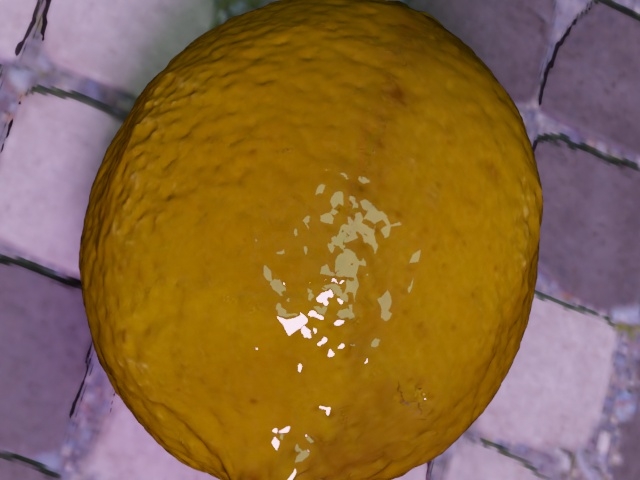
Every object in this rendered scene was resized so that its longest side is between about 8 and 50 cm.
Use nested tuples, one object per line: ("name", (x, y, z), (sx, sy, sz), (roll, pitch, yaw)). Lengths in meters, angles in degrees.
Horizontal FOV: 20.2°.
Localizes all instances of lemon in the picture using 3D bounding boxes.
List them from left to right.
("lemon", (0.000, 0.000, 0.743), (0.188, 0.188, 0.257), (27, 52, -15))
